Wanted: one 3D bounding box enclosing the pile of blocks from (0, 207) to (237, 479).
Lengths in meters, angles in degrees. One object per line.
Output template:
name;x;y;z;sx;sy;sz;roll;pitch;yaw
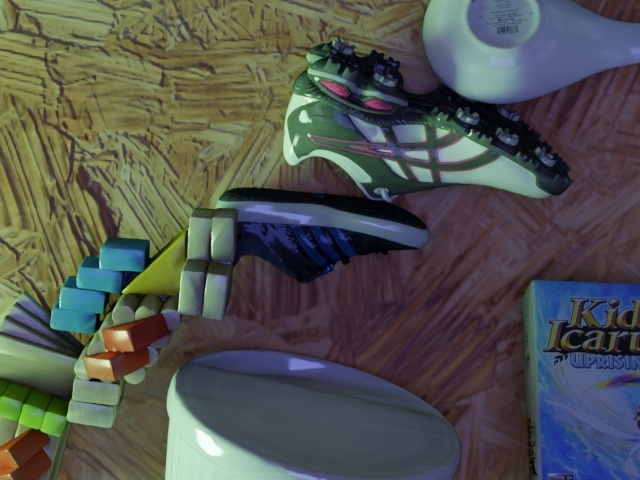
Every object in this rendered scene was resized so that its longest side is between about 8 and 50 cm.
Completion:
pile of blocks;-0.216;0.099;1.752;0.149;0.112;0.362;41;101;-8

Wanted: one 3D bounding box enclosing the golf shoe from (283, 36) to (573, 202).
golf shoe;0.098;-0.088;1.803;0.272;0.105;0.120;23;112;-2

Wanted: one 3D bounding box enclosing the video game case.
video game case;0.327;0.162;1.797;0.269;0.061;0.244;2;66;-4

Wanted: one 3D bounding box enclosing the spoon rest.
spoon rest;0.233;-0.194;1.797;0.276;0.084;0.137;-3;69;3

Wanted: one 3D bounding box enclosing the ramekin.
ramekin;-0.016;0.208;1.737;0.272;0.273;0.127;12;108;-5

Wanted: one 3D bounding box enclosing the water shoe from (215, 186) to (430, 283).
water shoe;0.000;0.000;1.813;0.203;0.073;0.080;8;106;3
